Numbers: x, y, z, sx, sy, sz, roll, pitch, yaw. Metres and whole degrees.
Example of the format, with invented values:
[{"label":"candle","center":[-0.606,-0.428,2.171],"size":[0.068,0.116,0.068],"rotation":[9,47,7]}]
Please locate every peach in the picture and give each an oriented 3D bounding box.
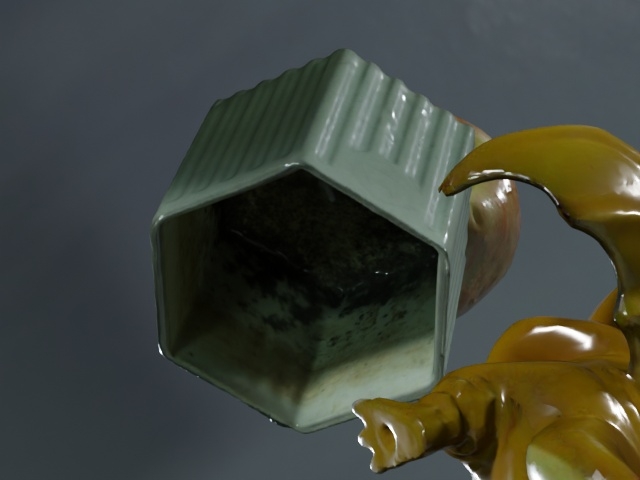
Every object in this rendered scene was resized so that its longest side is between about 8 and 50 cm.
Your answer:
[{"label":"peach","center":[0.073,-0.005,1.722],"size":[0.257,0.232,0.232],"rotation":[-50,-10,32]}]

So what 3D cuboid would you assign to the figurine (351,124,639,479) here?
[{"label":"figurine","center":[0.243,0.146,1.054],"size":[0.387,0.401,0.268],"rotation":[-10,-35,-32]}]

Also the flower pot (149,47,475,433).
[{"label":"flower pot","center":[0.000,0.000,1.282],"size":[0.209,0.239,0.190],"rotation":[-54,10,34]}]
